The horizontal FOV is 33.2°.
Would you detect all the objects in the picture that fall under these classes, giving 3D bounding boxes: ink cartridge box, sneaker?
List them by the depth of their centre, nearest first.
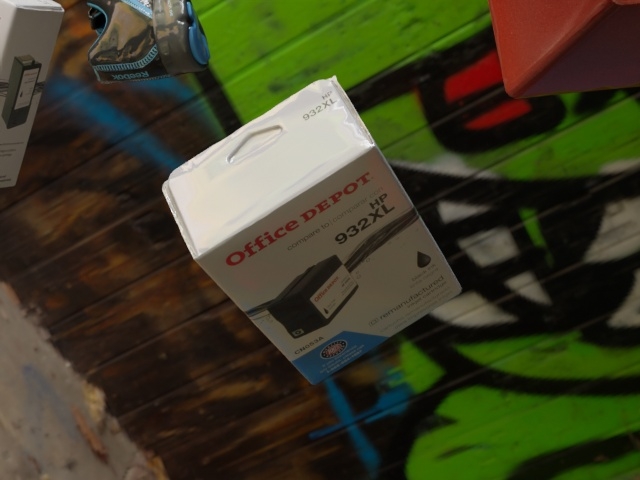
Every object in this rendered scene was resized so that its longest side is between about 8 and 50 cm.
[{"bbox_3d":[0.000,0.000,1.219,0.307,0.223,0.129,53,6,-49],"label":"ink cartridge box"},{"bbox_3d":[-0.230,-0.326,1.339,0.125,0.139,0.341,71,4,-47],"label":"sneaker"},{"bbox_3d":[-0.499,-0.233,1.503,0.198,0.273,0.115,25,17,17],"label":"ink cartridge box"}]

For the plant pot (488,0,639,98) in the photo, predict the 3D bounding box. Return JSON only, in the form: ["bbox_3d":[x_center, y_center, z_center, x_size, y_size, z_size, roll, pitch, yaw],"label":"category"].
[{"bbox_3d":[0.392,-0.361,1.437,0.236,0.267,0.267,148,-66,-73],"label":"plant pot"}]
